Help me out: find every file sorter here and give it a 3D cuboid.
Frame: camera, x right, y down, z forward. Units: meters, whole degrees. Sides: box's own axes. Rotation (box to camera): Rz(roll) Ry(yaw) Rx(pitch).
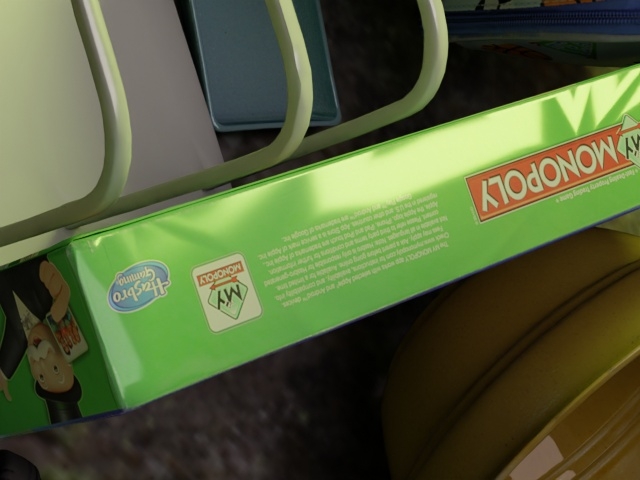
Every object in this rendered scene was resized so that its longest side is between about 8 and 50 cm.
[{"bbox_3d":[-0.122,-0.085,0.529,0.278,0.173,0.192,-18,91,-40],"label":"file sorter"}]

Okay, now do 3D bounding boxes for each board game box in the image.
[{"bbox_3d":[0.000,0.000,0.578,0.317,0.213,0.046,-19,91,-39],"label":"board game box"}]

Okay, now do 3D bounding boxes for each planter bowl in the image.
[{"bbox_3d":[0.091,0.059,0.684,0.217,0.217,0.090,-17,55,-39],"label":"planter bowl"}]

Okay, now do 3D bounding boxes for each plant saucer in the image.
[{"bbox_3d":[-0.038,-0.137,0.707,0.067,0.018,0.192,-6,84,-39],"label":"plant saucer"}]

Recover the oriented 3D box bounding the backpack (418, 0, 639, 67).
[{"bbox_3d":[0.123,-0.173,0.705,0.263,0.276,0.213,5,86,-31],"label":"backpack"}]

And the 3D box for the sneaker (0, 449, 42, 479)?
[{"bbox_3d":[-0.106,0.162,0.564,0.089,0.051,0.170,32,66,-29],"label":"sneaker"}]
